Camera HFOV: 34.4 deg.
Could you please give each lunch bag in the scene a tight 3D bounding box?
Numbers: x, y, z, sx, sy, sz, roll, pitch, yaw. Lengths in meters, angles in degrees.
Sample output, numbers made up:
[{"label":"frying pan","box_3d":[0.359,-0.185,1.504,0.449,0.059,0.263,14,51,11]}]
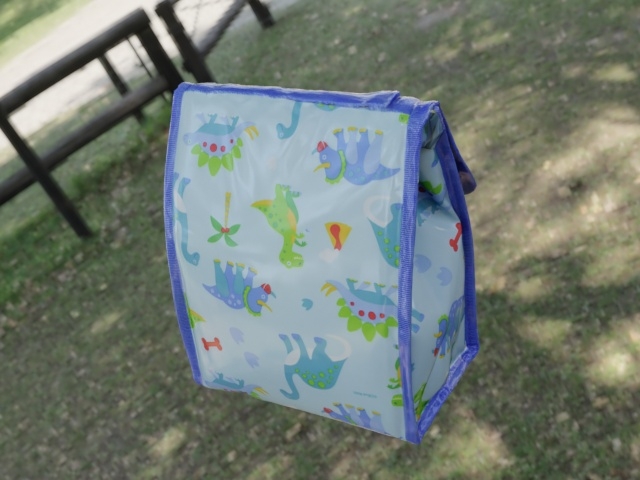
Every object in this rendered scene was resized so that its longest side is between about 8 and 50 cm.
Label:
[{"label":"lunch bag","box_3d":[0.000,0.000,0.478,0.129,0.151,0.096,8,35,27]}]
